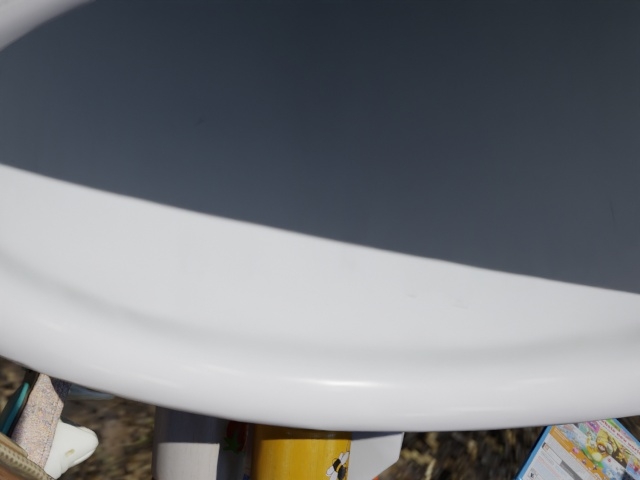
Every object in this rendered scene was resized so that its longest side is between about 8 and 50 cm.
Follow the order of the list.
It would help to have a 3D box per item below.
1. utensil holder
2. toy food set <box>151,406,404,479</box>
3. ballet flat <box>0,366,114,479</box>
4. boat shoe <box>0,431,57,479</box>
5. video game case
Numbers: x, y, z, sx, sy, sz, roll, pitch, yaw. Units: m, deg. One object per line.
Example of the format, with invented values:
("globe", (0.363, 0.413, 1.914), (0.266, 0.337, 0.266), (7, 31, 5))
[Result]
("utensil holder", (0.037, -0.171, 0.510), (0.327, 0.327, 0.385), (-5, 66, 7))
("toy food set", (-0.018, 0.094, 0.759), (0.111, 0.232, 0.104), (7, 103, 5))
("ballet flat", (-0.259, 0.156, 1.649), (0.106, 0.107, 0.316), (24, 68, -12))
("boat shoe", (-0.144, 0.102, 0.525), (0.324, 0.120, 0.122), (43, 97, -14))
("video game case", (0.274, 0.237, 1.725), (0.119, 0.166, 0.015), (45, 135, -4))
